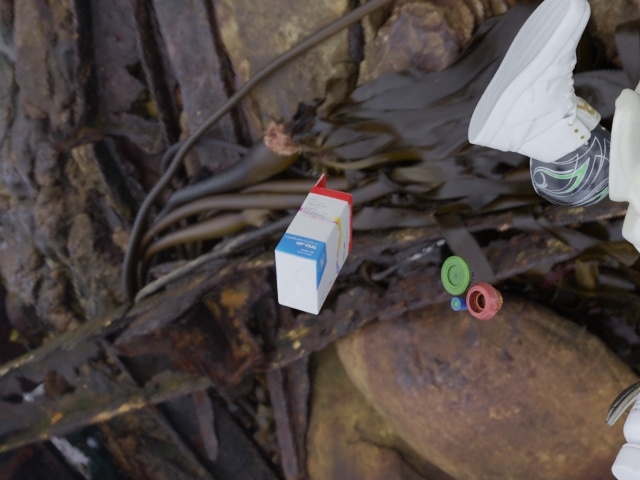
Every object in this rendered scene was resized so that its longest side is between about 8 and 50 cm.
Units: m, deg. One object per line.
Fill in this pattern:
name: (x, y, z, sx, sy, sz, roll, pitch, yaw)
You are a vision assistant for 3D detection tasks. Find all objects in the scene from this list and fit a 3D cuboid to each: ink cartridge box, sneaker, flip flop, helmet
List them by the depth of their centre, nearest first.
sneaker: (0.363, -0.238, 1.160, 0.169, 0.108, 0.292, 16, 142, -9)
ink cartridge box: (0.000, 0.000, 1.366, 0.078, 0.231, 0.134, 14, 135, 16)
helmet: (0.531, -0.153, 1.567, 0.161, 0.169, 0.169, 5, 123, 41)
flip flop: (0.902, 0.425, 2.111, 0.277, 0.112, 0.080, -42, 78, 8)

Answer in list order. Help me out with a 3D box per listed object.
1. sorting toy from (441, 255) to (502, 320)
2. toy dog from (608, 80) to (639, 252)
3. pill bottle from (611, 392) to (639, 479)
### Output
sorting toy: (0.201, 0.065, 0.999, 0.102, 0.042, 0.061, 55, 133, 39)
toy dog: (0.617, -0.076, 1.014, 0.407, 0.284, 0.396, 11, 120, 31)
pill bottle: (0.621, 0.303, 1.304, 0.160, 0.283, 0.160, 31, 162, 11)
